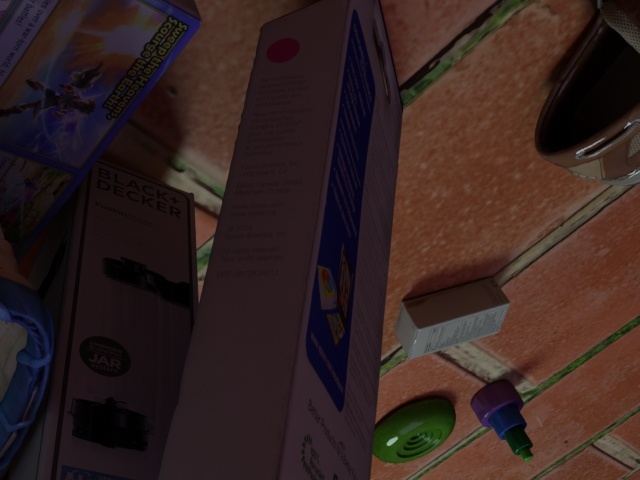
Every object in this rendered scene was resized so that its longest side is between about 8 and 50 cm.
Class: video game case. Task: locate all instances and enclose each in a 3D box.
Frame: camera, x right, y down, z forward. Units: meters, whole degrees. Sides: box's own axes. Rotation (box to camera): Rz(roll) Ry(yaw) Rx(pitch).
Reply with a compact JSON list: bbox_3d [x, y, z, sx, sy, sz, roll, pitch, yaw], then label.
[{"bbox_3d":[-0.241,-0.085,0.439,0.244,0.061,0.269,22,121,-43],"label":"video game case"}]

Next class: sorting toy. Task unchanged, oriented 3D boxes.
[{"bbox_3d":[0.120,0.297,1.048,0.365,0.126,0.127,-15,140,-15],"label":"sorting toy"}]

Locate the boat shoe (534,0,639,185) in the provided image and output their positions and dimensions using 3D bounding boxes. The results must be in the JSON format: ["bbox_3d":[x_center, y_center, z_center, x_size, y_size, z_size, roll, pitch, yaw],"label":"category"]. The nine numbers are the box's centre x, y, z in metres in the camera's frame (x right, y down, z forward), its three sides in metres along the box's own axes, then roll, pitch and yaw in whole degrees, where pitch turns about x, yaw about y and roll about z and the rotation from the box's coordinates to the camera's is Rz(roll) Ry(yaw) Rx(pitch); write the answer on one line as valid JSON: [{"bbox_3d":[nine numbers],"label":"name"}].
[{"bbox_3d":[0.277,-0.169,0.618,0.116,0.123,0.324,0,133,-29],"label":"boat shoe"}]

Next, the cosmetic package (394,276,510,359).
[{"bbox_3d":[0.143,0.085,0.887,0.115,0.041,0.060,-12,140,-19],"label":"cosmetic package"}]

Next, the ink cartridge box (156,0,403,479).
[{"bbox_3d":[0.000,0.000,0.492,0.069,0.371,0.176,0,146,16],"label":"ink cartridge box"}]

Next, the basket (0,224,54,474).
[{"bbox_3d":[-0.232,0.088,0.354,0.201,0.289,0.255,18,127,-33],"label":"basket"}]

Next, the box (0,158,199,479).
[{"bbox_3d":[-0.148,0.100,0.513,0.087,0.290,0.169,19,124,-25],"label":"box"}]
